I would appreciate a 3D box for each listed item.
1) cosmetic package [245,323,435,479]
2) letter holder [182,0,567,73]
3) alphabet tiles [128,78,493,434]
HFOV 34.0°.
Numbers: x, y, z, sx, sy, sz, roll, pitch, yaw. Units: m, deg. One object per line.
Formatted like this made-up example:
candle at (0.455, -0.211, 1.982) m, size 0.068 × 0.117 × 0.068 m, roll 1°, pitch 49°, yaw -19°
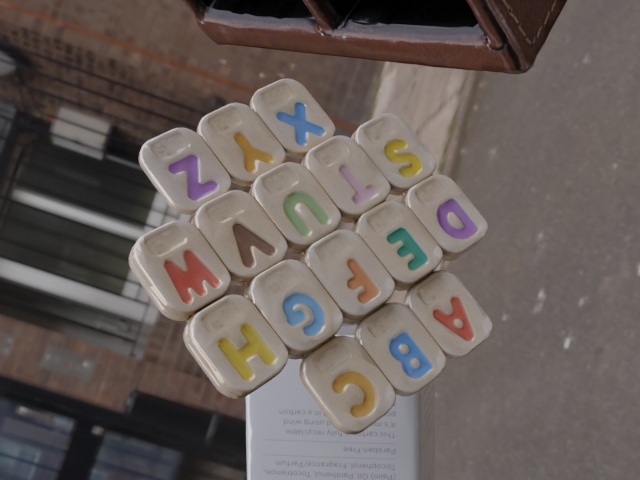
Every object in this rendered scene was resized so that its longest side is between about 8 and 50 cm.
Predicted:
cosmetic package at (0.029, 0.301, 1.030) m, size 0.230 × 0.162 × 0.453 m, roll -11°, pitch -79°, yaw -80°
letter holder at (0.035, -0.243, 0.352) m, size 0.152 × 0.214 × 0.301 m, roll 15°, pitch 66°, yaw 42°
alphabet tiles at (0.000, 0.000, 0.823) m, size 0.284 × 0.278 × 0.021 m, roll -30°, pitch -12°, yaw -33°
